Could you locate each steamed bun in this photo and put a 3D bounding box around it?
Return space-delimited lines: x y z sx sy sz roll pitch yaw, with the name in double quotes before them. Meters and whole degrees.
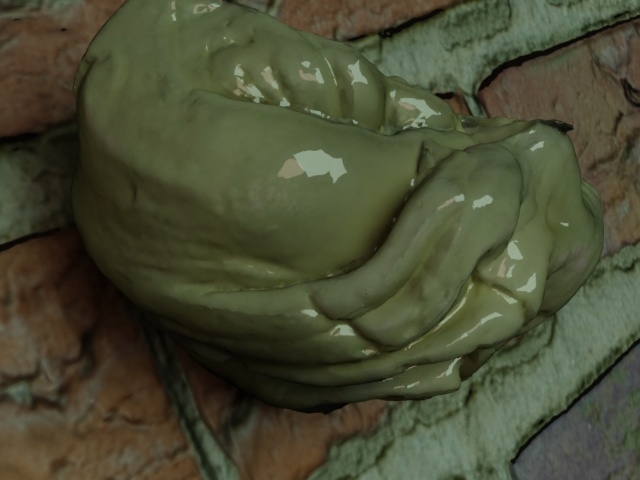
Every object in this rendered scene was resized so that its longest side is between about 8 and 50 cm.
"steamed bun" 0.000 0.000 0.710 0.320 0.275 0.206 23 86 -4
